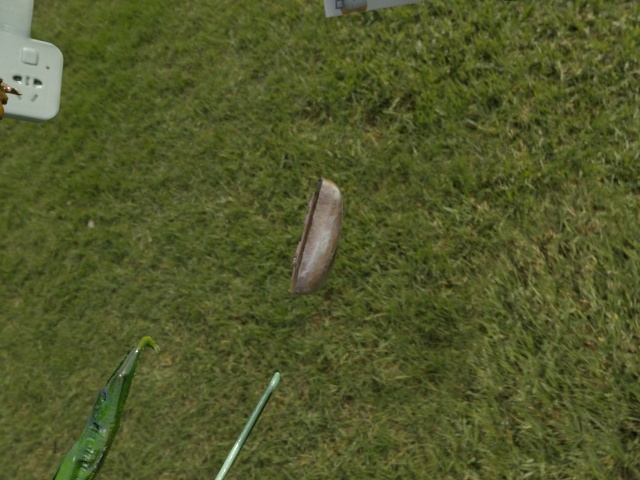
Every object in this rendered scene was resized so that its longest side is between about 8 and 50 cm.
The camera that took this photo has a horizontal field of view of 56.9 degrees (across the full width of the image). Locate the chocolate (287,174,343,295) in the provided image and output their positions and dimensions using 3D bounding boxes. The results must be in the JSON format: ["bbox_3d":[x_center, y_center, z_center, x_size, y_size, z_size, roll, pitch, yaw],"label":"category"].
[{"bbox_3d":[0.001,-0.001,1.243,0.083,0.161,0.261,14,94,-7],"label":"chocolate"}]

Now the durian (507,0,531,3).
[{"bbox_3d":[0.384,-0.546,1.177,0.095,0.221,0.137,43,125,18],"label":"durian"}]

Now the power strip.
[{"bbox_3d":[-0.679,-0.394,1.249,0.141,0.230,0.260,9,94,52],"label":"power strip"}]

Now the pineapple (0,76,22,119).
[{"bbox_3d":[-0.604,-0.200,0.930,0.161,0.158,0.334,-8,48,39],"label":"pineapple"}]

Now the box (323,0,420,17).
[{"bbox_3d":[0.088,-0.665,1.221,0.225,0.341,0.143,-7,50,5],"label":"box"}]

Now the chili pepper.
[{"bbox_3d":[-0.395,0.340,1.063,0.076,0.085,0.359,26,85,49],"label":"chili pepper"}]

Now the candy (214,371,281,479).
[{"bbox_3d":[-0.184,0.446,1.190,0.119,0.119,0.439,0,40,30],"label":"candy"}]
